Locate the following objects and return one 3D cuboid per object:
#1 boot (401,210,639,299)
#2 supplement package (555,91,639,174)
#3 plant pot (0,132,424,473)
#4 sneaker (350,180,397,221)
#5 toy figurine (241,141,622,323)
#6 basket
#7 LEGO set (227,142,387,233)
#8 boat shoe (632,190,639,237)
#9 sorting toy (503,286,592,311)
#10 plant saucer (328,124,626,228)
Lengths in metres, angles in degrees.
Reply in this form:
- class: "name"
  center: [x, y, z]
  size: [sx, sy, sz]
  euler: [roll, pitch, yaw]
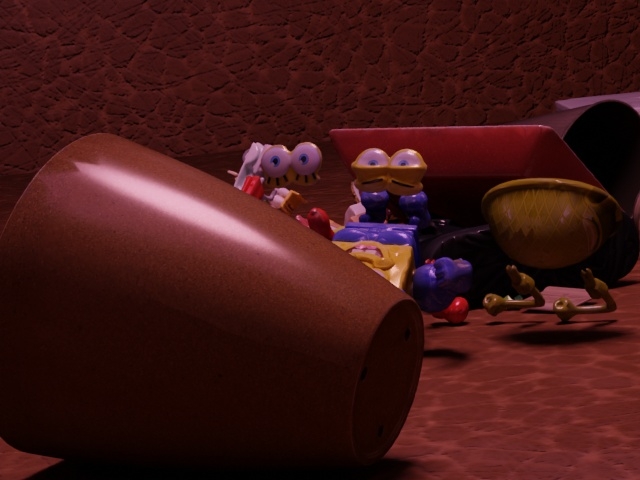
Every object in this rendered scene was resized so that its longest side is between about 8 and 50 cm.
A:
- class: "boot"
  center: [0.179, 0.003, 2.000]
  size: [0.246, 0.094, 0.207]
  euler: [-10, 10, -19]
- class: "supplement package"
  center: [0.432, -0.117, 2.537]
  size: [0.204, 0.145, 0.262]
  euler: [-5, 8, 0]
- class: "plant pot"
  center: [-0.066, 0.065, 1.331]
  size: [0.254, 0.237, 0.237]
  euler: [13, 15, 24]
- class: "sneaker"
  center: [0.091, -0.057, 2.598]
  size: [0.084, 0.070, 0.185]
  euler: [-9, 8, 7]
- class: "toy figurine"
  center: [0.073, 0.059, 1.707]
  size: [0.362, 0.191, 0.217]
  euler: [5, 41, 19]
- class: "basket"
  center: [0.262, -0.080, 2.364]
  size: [0.227, 0.154, 0.204]
  euler: [-3, 31, 48]
- class: "LEGO set"
  center: [0.000, 0.000, 2.134]
  size: [0.107, 0.132, 0.287]
  euler: [25, -2, 36]
- class: "boat shoe"
  center: [0.491, -0.050, 2.031]
  size: [0.324, 0.122, 0.120]
  euler: [-24, 17, 16]
- class: "sorting toy"
  center: [0.220, 0.059, 1.869]
  size: [0.083, 0.012, 0.062]
  euler: [4, 16, 31]
- class: "plant saucer"
  center: [0.171, -0.048, 2.064]
  size: [0.259, 0.048, 0.258]
  euler: [0, -22, 29]
